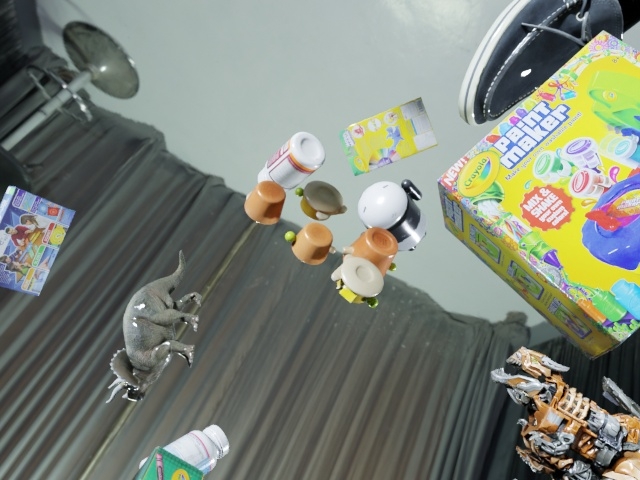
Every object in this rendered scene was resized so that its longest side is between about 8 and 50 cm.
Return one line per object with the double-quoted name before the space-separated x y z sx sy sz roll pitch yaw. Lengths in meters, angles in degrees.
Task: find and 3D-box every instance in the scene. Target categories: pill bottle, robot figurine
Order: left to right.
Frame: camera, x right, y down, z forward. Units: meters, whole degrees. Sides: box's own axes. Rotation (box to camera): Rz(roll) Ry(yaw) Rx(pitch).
"pill bottle" -0.264 0.433 1.022 0.087 0.160 0.087 16 114 40
"pill bottle" -0.094 -0.225 1.582 0.121 0.121 0.221 39 139 -17
"robot figurine" 0.234 -0.073 1.673 0.174 0.208 0.278 -12 147 32

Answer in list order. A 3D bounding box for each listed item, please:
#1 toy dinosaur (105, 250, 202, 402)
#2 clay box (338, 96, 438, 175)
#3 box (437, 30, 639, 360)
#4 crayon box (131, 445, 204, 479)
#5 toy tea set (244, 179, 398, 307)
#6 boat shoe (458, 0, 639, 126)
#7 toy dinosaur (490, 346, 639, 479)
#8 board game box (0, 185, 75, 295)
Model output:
"toy dinosaur" -0.321 0.167 1.010 0.161 0.313 0.121 7 172 -11
"clay box" 0.170 -0.258 1.310 0.222 0.053 0.127 -20 95 13
"box" 0.358 -0.053 0.674 0.279 0.290 0.177 47 179 25
"crayon box" -0.242 0.405 0.602 0.081 0.278 0.165 34 108 -9
"toy tea set" 0.000 0.000 1.036 0.336 0.200 0.124 41 135 9
"boat shoe" 0.461 -0.387 0.940 0.156 0.500 0.187 50 -179 33
"toy dinosaur" 0.308 0.287 0.596 0.321 0.218 0.164 54 -177 38
"board game box" -0.625 0.004 1.094 0.035 0.201 0.136 12 167 38
